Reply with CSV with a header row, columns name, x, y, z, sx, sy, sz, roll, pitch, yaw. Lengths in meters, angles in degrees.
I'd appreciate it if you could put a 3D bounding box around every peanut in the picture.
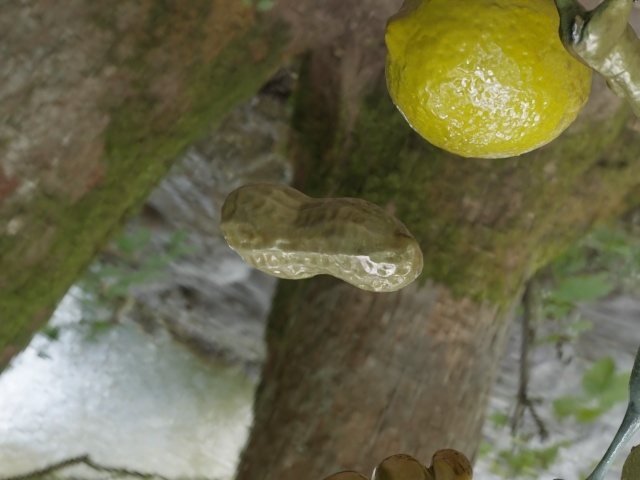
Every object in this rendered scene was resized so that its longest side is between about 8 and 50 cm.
name,x,y,z,sx,sy,sz,roll,pitch,yaw
peanut,0.000,0.000,1.634,0.298,0.120,0.136,12,141,23

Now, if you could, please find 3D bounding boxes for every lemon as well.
name,x,y,z,sx,sy,sz,roll,pitch,yaw
lemon,0.222,-0.228,1.533,0.310,0.253,0.253,15,156,-28

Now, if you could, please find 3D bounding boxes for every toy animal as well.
name,x,y,z,sx,sy,sz,roll,pitch,yaw
toy animal,0.335,-0.207,1.320,0.219,0.101,0.103,33,160,-37

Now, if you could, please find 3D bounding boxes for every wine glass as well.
name,x,y,z,sx,sy,sz,roll,pitch,yaw
wine glass,0.346,0.174,1.552,0.264,0.309,0.096,29,-169,3

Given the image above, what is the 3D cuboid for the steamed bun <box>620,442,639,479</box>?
name,x,y,z,sx,sy,sz,roll,pitch,yaw
steamed bun,0.527,0.373,1.854,0.091,0.130,0.112,24,133,-4

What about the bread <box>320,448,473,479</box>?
name,x,y,z,sx,sy,sz,roll,pitch,yaw
bread,-0.003,0.273,0.911,0.121,0.311,0.172,7,110,60
